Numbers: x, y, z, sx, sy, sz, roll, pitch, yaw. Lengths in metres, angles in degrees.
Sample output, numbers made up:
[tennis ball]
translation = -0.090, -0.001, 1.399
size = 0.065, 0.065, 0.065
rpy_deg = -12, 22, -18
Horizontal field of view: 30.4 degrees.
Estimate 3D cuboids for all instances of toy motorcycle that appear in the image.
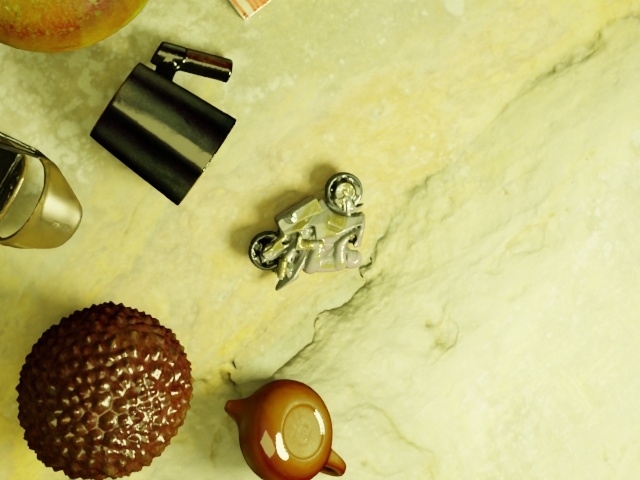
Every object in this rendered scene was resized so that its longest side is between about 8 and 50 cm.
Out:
[toy motorcycle]
translation = 0.000, 0.000, 1.958
size = 0.225, 0.073, 0.152
rpy_deg = -38, 106, -3

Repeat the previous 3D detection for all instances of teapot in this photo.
[teapot]
translation = -0.056, 0.333, 1.986
size = 0.252, 0.135, 0.178
rpy_deg = 40, 61, -31

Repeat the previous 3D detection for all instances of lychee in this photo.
[lychee]
translation = -0.335, 0.238, 1.844
size = 0.276, 0.304, 0.275
rpy_deg = 0, 132, 0

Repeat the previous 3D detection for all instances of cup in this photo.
[cup]
translation = -0.238, -0.194, 1.868
size = 0.177, 0.239, 0.166
rpy_deg = 34, 134, -8

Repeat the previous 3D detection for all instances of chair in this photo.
[chair]
translation = -0.509, -0.083, 1.815
size = 0.247, 0.172, 0.158
rpy_deg = 25, 95, -57

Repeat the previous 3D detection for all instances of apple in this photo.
[apple]
translation = -0.388, -0.462, 1.677
size = 0.374, 0.374, 0.384
rpy_deg = 1, 104, -10

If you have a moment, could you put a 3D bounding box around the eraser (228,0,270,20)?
[eraser]
translation = -0.079, -0.483, 1.880
size = 0.230, 0.038, 0.157
rpy_deg = -37, 103, -1
